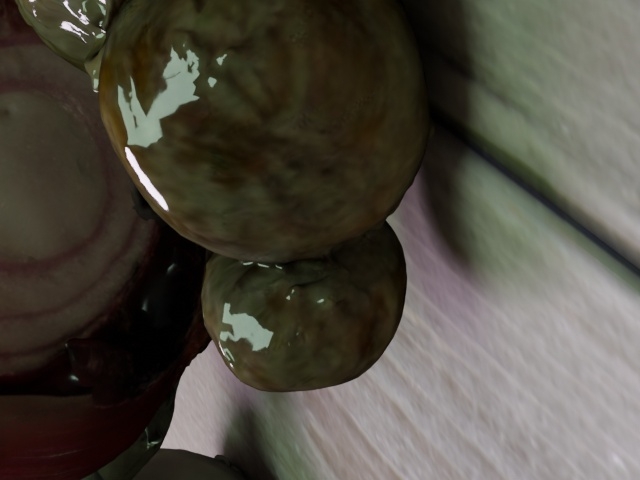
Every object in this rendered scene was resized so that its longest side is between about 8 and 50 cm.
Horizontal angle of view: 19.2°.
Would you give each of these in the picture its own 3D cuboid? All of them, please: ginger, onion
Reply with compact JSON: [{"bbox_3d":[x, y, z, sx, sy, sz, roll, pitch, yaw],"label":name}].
[{"bbox_3d":[-0.048,-0.084,0.849,0.244,0.155,0.304,94,154,-62],"label":"ginger"},{"bbox_3d":[-0.204,-0.006,1.153,0.341,0.341,0.341,165,90,-73],"label":"onion"}]

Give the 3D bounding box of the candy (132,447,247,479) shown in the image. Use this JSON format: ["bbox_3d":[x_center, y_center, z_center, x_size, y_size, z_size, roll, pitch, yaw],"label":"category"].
[{"bbox_3d":[-0.113,0.280,1.321,0.295,0.185,0.295,170,90,-75],"label":"candy"}]

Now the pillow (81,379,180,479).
[{"bbox_3d":[-0.126,0.087,1.289,0.051,0.093,0.241,45,-139,-35],"label":"pillow"}]
